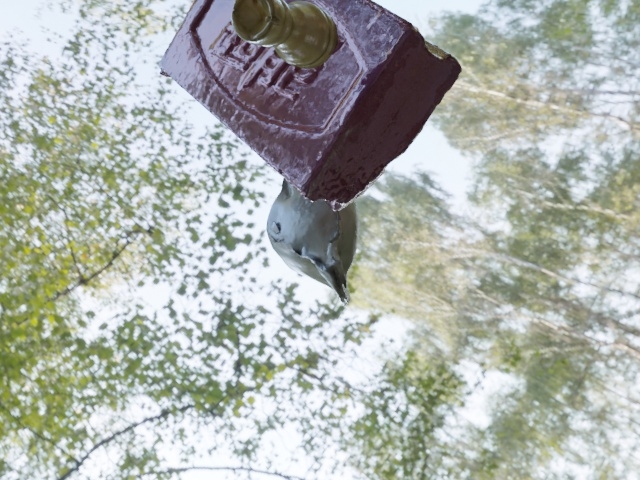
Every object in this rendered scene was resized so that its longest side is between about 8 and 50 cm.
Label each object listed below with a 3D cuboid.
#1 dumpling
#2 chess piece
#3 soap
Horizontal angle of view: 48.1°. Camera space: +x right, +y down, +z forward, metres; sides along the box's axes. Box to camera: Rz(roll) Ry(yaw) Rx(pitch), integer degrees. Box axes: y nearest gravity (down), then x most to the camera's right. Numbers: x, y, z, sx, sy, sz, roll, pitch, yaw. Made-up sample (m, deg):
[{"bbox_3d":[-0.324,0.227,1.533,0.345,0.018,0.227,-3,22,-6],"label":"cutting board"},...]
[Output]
[{"bbox_3d":[0.000,0.000,1.065,0.142,0.247,0.172,-21,-41,8],"label":"dumpling"},{"bbox_3d":[-0.037,-0.207,0.693,0.122,0.066,0.066,-7,-64,-64],"label":"chess piece"},{"bbox_3d":[-0.029,-0.220,0.920,0.128,0.359,0.233,18,-70,-52],"label":"soap"}]
